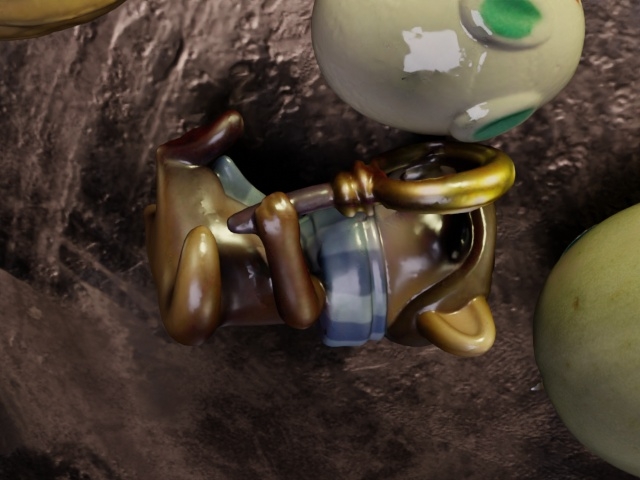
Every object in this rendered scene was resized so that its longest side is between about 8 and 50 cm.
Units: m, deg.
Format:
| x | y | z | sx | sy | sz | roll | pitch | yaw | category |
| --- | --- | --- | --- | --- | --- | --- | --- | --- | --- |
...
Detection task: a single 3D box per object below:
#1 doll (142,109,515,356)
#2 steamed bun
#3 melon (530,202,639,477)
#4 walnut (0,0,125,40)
| x | y | z | sx | sy | sz | roll | pitch | yaw | category |
| --- | --- | --- | --- | --- | --- | --- | --- | --- | --- |
| -0.001 | -0.005 | 0.962 | 0.339 | 0.318 | 0.209 | 5 | 91 | -6 | doll |
| 0.102 | -0.166 | 0.864 | 0.228 | 0.131 | 0.177 | 9 | 127 | 6 | steamed bun |
| 0.343 | 0.089 | 0.931 | 0.330 | 0.268 | 0.268 | -15 | 123 | 29 | melon |
| -0.220 | -0.257 | 0.785 | 0.261 | 0.225 | 0.225 | -23 | 131 | -24 | walnut |
